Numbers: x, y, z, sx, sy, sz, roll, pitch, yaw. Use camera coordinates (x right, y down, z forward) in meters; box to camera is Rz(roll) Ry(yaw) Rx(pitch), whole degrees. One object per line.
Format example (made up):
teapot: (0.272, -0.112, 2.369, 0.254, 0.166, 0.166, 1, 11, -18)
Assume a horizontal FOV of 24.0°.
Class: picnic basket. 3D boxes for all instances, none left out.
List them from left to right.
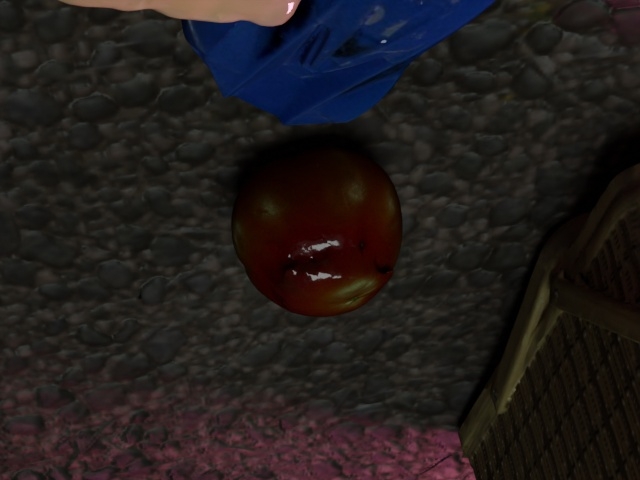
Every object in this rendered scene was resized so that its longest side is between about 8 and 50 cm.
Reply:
picnic basket: (0.232, 0.094, 0.841, 0.228, 0.175, 0.313, -2, 144, -15)

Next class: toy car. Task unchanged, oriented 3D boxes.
toy car: (0.036, -0.117, 0.593, 0.103, 0.063, 0.216, 22, 137, -36)

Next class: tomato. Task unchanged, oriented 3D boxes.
tomato: (0.000, 0.000, 0.733, 0.087, 0.075, 0.087, -10, 145, -8)

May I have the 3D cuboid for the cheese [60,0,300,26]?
cheese: (-0.082, -0.186, 0.408, 0.266, 0.123, 0.242, 2, 143, -37)
